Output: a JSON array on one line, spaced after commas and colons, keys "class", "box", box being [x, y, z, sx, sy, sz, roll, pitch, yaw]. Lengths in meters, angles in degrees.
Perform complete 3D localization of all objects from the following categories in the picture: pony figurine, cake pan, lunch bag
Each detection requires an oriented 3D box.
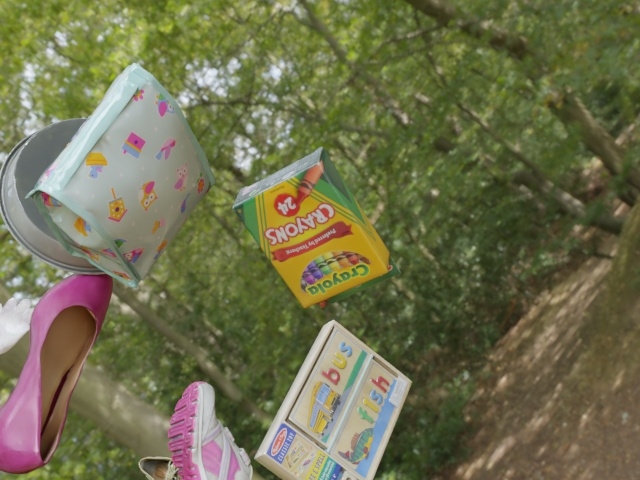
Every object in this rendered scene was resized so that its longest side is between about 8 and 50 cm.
[{"class": "pony figurine", "box": [-0.973, 0.228, 2.112, 0.351, 0.302, 0.363, -55, 26, 2]}, {"class": "cake pan", "box": [-0.395, -0.086, 1.357, 0.293, 0.293, 0.054, -45, 1, -34]}, {"class": "lunch bag", "box": [-0.279, -0.091, 1.101, 0.223, 0.160, 0.262, -58, -17, -20]}]

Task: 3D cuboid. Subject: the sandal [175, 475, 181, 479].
[{"class": "sandal", "box": [-0.234, 0.485, 1.608, 0.240, 0.079, 0.088, -54, 35, 43]}]

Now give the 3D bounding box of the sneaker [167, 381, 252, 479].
[{"class": "sneaker", "box": [-0.168, 0.348, 1.247, 0.111, 0.252, 0.103, 0, -9, -33]}]

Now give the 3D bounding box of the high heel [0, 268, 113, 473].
[{"class": "high heel", "box": [-0.389, 0.191, 1.238, 0.127, 0.181, 0.377, 55, -134, -40]}]

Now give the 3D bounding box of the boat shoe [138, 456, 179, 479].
[{"class": "boat shoe", "box": [-0.435, 0.681, 2.291, 0.285, 0.089, 0.105, -13, 49, 51]}]

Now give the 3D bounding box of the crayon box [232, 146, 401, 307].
[{"class": "crayon box", "box": [0.000, 0.000, 1.566, 0.202, 0.319, 0.081, -26, 24, 21]}]

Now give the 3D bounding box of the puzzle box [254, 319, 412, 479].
[{"class": "puzzle box", "box": [0.043, 0.420, 1.888, 0.052, 0.272, 0.409, -40, 16, 49]}]
